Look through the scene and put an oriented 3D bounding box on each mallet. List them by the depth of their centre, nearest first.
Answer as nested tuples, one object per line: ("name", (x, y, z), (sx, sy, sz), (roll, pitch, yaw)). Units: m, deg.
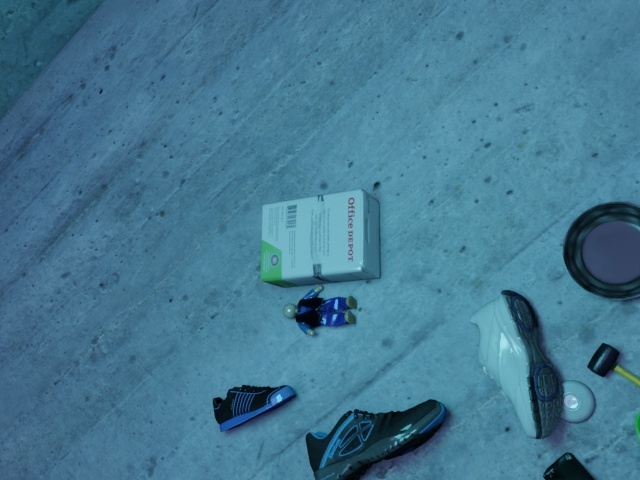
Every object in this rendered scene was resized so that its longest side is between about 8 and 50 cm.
("mallet", (0.597, 0.276, 1.219), (0.190, 0.039, 0.062), (43, 99, 25))

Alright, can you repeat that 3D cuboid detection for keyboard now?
("keyboard", (0.491, 0.499, 1.201), (0.100, 0.038, 0.192), (-41, 39, 7))

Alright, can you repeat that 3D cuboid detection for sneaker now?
("sneaker", (0.391, 0.253, 1.300), (0.129, 0.111, 0.297), (-38, 50, 41))
("sneaker", (0.109, 0.414, 1.394), (0.341, 0.125, 0.139), (-33, 60, 15))
("sneaker", (-0.170, 0.387, 1.574), (0.232, 0.081, 0.090), (-29, 73, 21))

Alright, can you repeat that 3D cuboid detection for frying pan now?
("frying pan", (0.631, 0.052, 1.243), (0.326, 0.053, 0.197), (33, 94, 28))

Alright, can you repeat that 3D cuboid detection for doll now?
("doll", (-0.006, 0.167, 1.560), (0.189, 0.046, 0.129), (-6, 65, 29))

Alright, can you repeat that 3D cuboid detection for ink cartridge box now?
("ink cartridge box", (0.000, 0.000, 1.556), (0.273, 0.115, 0.198), (-7, 73, 27))

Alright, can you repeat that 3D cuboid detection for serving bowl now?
("serving bowl", (0.493, 0.316, 1.266), (0.083, 0.027, 0.083), (-7, 75, 26))

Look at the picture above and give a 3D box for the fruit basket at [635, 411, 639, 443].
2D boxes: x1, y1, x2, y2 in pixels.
("fruit basket", (0.647, 0.370, 0.929), (0.392, 0.392, 0.282), (-16, 72, 24))
